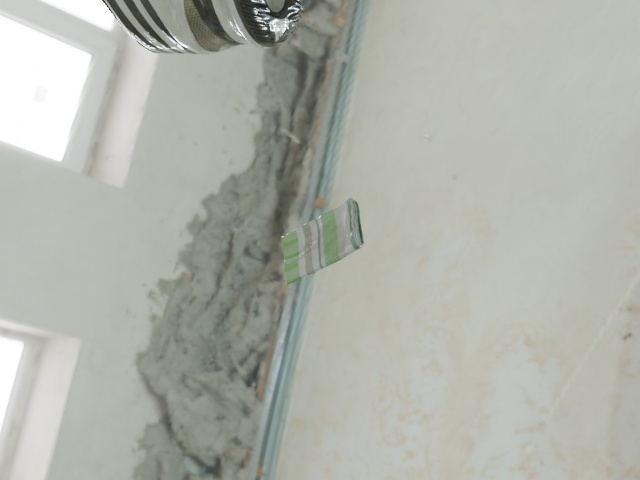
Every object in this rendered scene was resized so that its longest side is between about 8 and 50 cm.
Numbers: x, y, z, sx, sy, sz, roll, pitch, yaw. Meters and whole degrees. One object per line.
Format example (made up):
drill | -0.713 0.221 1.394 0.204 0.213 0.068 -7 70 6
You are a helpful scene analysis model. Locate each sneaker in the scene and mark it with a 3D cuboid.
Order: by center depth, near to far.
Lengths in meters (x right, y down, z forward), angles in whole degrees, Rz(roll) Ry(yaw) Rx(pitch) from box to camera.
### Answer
sneaker | -0.176 -0.410 0.903 0.257 0.169 0.447 -1 -80 33

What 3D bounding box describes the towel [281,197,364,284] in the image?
towel | 0.000 0.000 1.455 0.152 0.023 0.113 -28 -139 21
